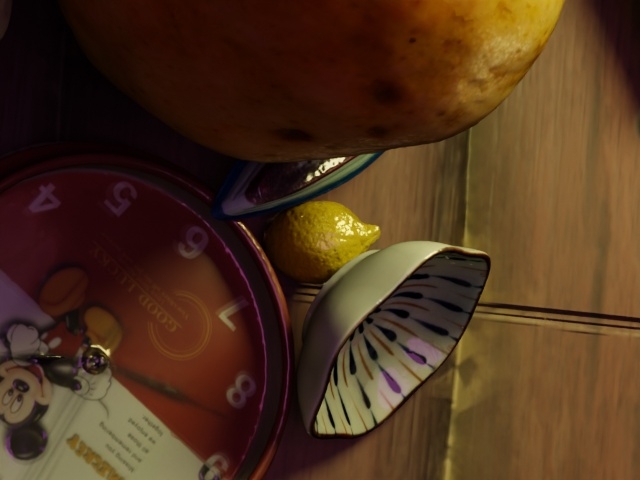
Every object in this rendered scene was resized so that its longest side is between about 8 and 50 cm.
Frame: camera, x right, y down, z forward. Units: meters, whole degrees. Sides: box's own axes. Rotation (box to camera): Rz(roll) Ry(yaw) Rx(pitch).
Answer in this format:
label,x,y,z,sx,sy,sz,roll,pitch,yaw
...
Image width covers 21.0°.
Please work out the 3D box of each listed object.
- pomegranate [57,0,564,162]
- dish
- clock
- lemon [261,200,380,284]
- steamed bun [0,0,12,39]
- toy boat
label,x,y,z,sx,sy,sz,roll,pitch,yaw
pomegranate,0.009,-0.228,1.175,0.410,0.410,0.410,1,88,-19
dish,0.040,0.060,1.289,0.190,0.191,0.066,-43,64,-15
clock,-0.163,0.085,1.230,0.318,0.080,0.319,4,81,-30
lemon,0.000,0.000,1.299,0.092,0.065,0.065,-4,90,13
steamed bun,-0.345,-0.182,1.110,0.320,0.206,0.275,16,83,4
toy boat,0.008,-0.080,1.290,0.229,0.046,0.080,-38,106,-34
